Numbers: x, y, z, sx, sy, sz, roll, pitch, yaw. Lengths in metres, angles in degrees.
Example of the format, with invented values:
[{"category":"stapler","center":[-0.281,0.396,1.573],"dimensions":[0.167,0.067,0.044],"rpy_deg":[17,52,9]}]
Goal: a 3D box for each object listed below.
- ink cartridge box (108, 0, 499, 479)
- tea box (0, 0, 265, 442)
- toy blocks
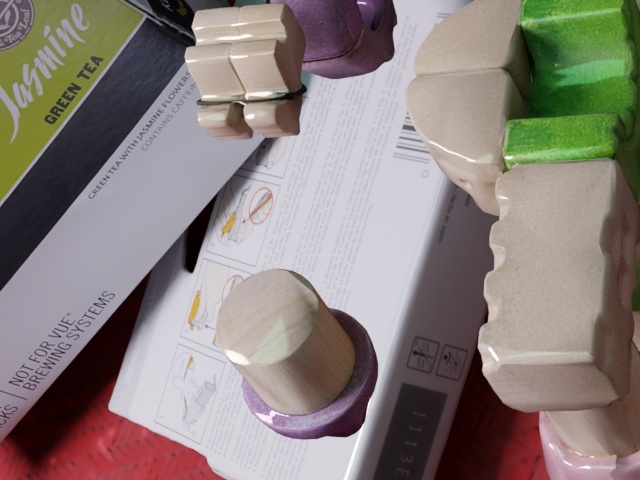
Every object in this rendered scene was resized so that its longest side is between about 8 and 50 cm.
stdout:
[{"category":"ink cartridge box","center":[0.000,0.000,0.937],"dimensions":[0.239,0.060,0.275],"rpy_deg":[16,88,56]},{"category":"tea box","center":[-0.259,-0.077,0.948],"dimensions":[0.329,0.323,0.220],"rpy_deg":[-48,43,15]},{"category":"toy blocks","center":[0.125,0.001,0.741],"dimensions":[0.309,0.260,0.288],"rpy_deg":[-4,58,22]}]
